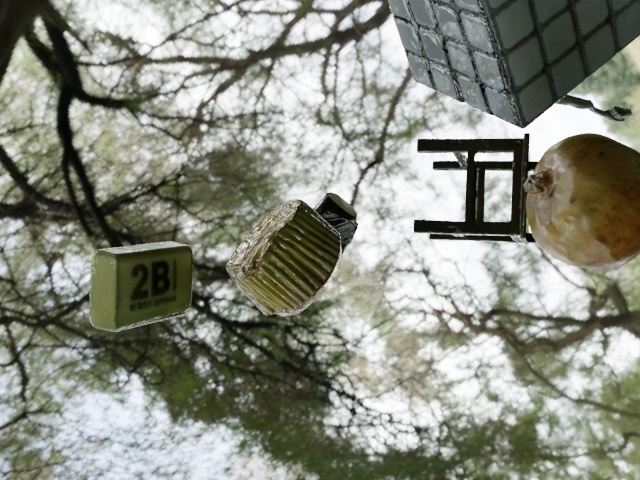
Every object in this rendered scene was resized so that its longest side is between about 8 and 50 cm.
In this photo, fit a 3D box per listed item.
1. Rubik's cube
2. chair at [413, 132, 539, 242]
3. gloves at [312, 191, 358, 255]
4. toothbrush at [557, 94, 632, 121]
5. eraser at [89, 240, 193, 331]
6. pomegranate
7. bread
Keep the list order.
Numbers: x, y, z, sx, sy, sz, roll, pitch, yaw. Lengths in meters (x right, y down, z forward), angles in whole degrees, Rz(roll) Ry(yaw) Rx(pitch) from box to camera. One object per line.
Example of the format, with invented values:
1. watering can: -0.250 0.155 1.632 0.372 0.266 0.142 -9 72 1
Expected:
1. Rubik's cube: 0.351 -0.476 1.446 0.337 0.344 0.344 39 164 49
2. chair: 0.413 -0.091 1.541 0.240 0.416 0.203 26 -113 -72
3. gloves: 0.000 0.000 1.749 0.164 0.203 0.124 21 -153 -52
4. toothbrush: 0.628 -0.341 1.900 0.413 0.042 0.035 5 -121 -33
5. eraser: -0.268 0.066 1.174 0.172 0.058 0.117 -8 -78 -59
6. pomegranate: 0.465 -0.068 1.336 0.248 0.248 0.248 39 -150 -28
7. bread: -0.059 0.035 1.286 0.133 0.250 0.179 38 -107 -14
